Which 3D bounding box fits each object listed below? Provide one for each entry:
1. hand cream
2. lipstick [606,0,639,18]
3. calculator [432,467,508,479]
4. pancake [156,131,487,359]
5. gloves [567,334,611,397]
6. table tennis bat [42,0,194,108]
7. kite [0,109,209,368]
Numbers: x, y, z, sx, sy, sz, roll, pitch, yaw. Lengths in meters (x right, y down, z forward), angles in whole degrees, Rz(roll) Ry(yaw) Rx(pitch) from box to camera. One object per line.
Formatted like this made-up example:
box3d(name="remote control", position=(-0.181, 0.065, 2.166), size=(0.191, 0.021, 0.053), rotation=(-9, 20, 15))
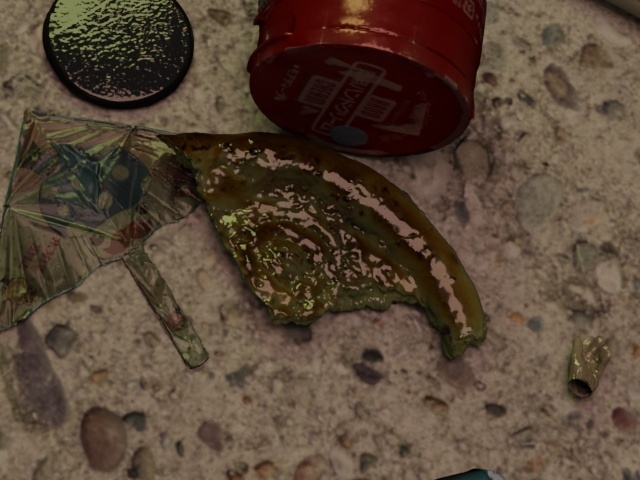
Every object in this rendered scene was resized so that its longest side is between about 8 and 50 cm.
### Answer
box3d(name="hand cream", position=(0.049, -0.193, 1.658), size=(0.230, 0.230, 0.149), rotation=(15, 66, -3))
box3d(name="lipstick", position=(0.291, -0.299, 1.828), size=(0.264, 0.059, 0.059), rotation=(29, 66, 3))
box3d(name="calculator", position=(0.077, 0.316, 1.547), size=(0.293, 0.051, 0.173), rotation=(-16, 73, -14))
box3d(name="pancake", position=(0.001, -0.003, 1.659), size=(0.376, 0.054, 0.197), rotation=(26, 66, 0))
box3d(name="gloves", position=(0.257, 0.123, 1.662), size=(0.044, 0.037, 0.081), rotation=(48, 55, -17))
box3d(name="table tennis bat", position=(-0.229, -0.236, 1.735), size=(0.150, 0.027, 0.236), rotation=(-35, 79, -20))
box3d(name="kite", position=(-0.195, -0.011, 1.657), size=(0.335, 0.011, 0.314), rotation=(-33, 77, -19))
